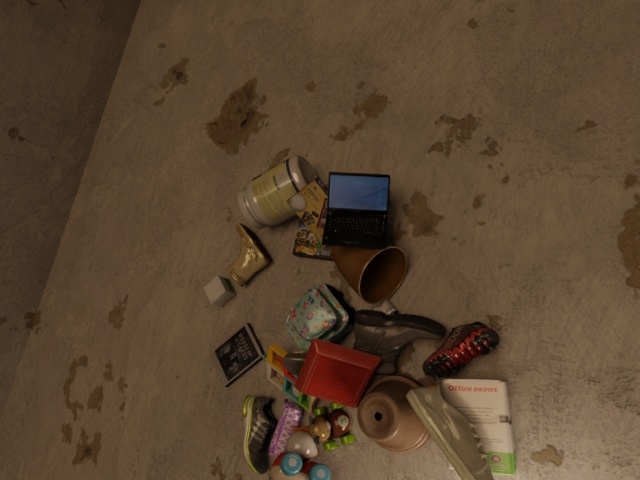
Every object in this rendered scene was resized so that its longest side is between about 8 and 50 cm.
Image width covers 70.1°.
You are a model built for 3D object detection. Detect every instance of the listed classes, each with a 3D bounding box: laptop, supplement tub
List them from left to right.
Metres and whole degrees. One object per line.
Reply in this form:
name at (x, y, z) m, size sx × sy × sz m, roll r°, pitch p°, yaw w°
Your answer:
supplement tub at (-0.178, -0.206, 2.020) m, size 0.325 × 0.235 × 0.235 m, roll -26°, pitch 64°, yaw 20°
laptop at (0.132, -0.113, 1.669) m, size 0.235 × 0.136 × 0.264 m, roll 4°, pitch 47°, yaw 7°

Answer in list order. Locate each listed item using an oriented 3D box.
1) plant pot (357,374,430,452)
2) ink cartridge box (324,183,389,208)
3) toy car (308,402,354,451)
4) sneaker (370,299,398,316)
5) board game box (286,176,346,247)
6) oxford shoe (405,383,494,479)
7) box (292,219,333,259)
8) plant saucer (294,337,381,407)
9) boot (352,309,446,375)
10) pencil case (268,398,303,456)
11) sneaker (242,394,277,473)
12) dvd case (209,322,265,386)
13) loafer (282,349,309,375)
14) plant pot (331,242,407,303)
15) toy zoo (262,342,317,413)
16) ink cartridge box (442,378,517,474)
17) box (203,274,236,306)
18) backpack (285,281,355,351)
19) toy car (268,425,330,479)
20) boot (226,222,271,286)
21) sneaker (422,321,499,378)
plant pot at (0.236, 0.589, 1.555) m, size 0.263 × 0.229 × 0.262 m, roll -10°, pitch 69°, yaw 27°
ink cartridge box at (0.143, -0.177, 1.860) m, size 0.235 × 0.193 × 0.088 m, roll -9°, pitch 72°, yaw 27°
toy car at (0.016, 0.682, 1.668) m, size 0.149 × 0.188 × 0.155 m, roll -28°, pitch 63°, yaw 19°
sneaker at (0.205, 0.304, 1.761) m, size 0.191 × 0.071 × 0.083 m, roll -38°, pitch 50°, yaw 8°
board game box at (0.003, -0.109, 1.809) m, size 0.165 × 0.042 × 0.243 m, roll -33°, pitch 100°, yaw 33°
oxford shoe at (0.429, 0.618, 1.353) m, size 0.130 × 0.169 × 0.449 m, roll -33°, pitch 60°, yaw -3°
box at (0.000, 0.000, 1.972) m, size 0.233 × 0.044 × 0.159 m, roll 5°, pitch 77°, yaw 30°
plant saucer at (0.058, 0.493, 1.643) m, size 0.259 × 0.047 × 0.259 m, roll 17°, pitch 119°, yaw -3°
boot at (0.276, 0.381, 1.655) m, size 0.338 × 0.118 × 0.222 m, roll 6°, pitch 97°, yaw 22°
pencil case at (-0.135, 0.739, 1.794) m, size 0.086 × 0.088 × 0.206 m, roll 12°, pitch 82°, yaw 29°
sneaker at (-0.237, 0.772, 1.831) m, size 0.121 × 0.111 × 0.299 m, roll -15°, pitch 70°, yaw 20°
dvd case at (-0.371, 0.507, 2.029) m, size 0.239 × 0.030 × 0.179 m, roll -41°, pitch 60°, yaw 13°
loafer at (-0.018, 0.448, 1.707) m, size 0.251 × 0.094 × 0.087 m, roll 1°, pitch 32°, yaw 7°
plant pot at (0.161, 0.081, 1.770) m, size 0.254 × 0.237 × 0.237 m, roll 34°, pitch 93°, yaw 45°
toy zoo at (-0.129, 0.537, 1.824) m, size 0.293 × 0.030 × 0.192 m, roll 28°, pitch 126°, yaw 32°
ink cartridge box at (0.510, 0.588, 1.470) m, size 0.199 × 0.115 × 0.272 m, roll -7°, pitch 72°, yaw 27°
box at (-0.470, 0.236, 2.131) m, size 0.102 × 0.087 × 0.101 m, roll -40°, pitch 60°, yaw 13°
backpack at (-0.013, 0.319, 1.807) m, size 0.253 × 0.191 × 0.225 m, roll -47°, pitch 60°, yaw 14°
toy car at (-0.058, 0.804, 1.699) m, size 0.210 × 0.219 × 0.238 m, roll 22°, pitch 42°, yaw 0°
boot at (-0.366, 0.065, 2.127) m, size 0.203 × 0.095 × 0.262 m, roll -44°, pitch 64°, yaw 12°
sneaker at (0.465, 0.367, 1.556) m, size 0.276 × 0.097 × 0.135 m, roll -35°, pitch 17°, yaw 10°
